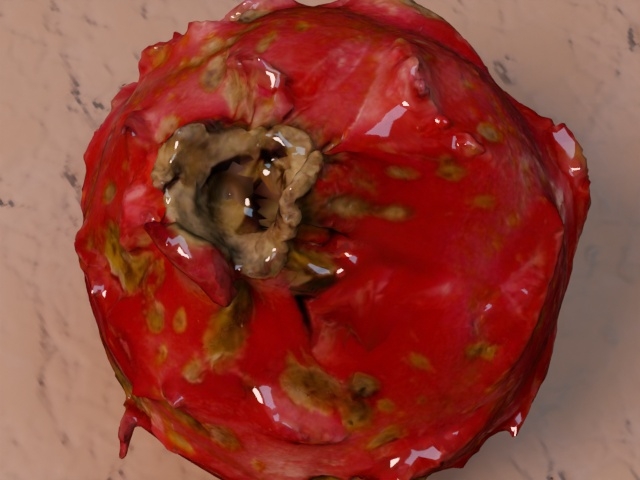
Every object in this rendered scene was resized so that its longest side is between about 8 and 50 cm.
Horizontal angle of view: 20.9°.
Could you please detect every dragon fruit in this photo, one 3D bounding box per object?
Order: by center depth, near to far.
[{"bbox_3d":[0.000,0.000,0.664,0.210,0.268,0.205,-25,74,7],"label":"dragon fruit"}]
